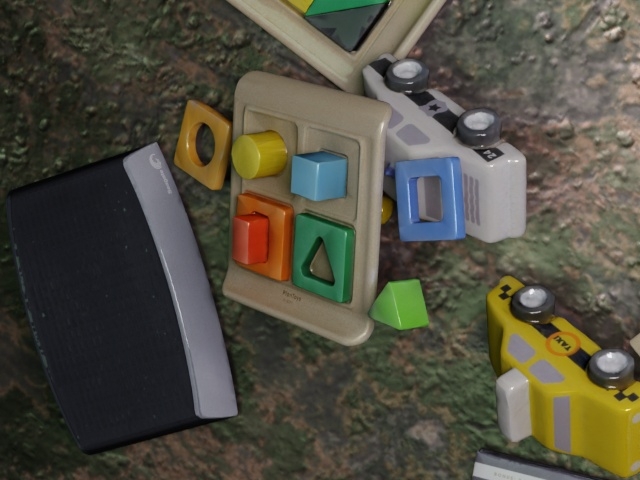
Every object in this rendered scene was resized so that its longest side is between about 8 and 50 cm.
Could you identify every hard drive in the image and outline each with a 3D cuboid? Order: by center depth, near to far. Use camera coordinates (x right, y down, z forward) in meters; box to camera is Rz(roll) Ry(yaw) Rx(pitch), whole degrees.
[{"bbox_3d":[-0.184,0.056,1.574,0.172,0.054,0.254,-16,90,20],"label":"hard drive"}]

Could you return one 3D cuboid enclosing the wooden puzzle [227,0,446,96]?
[{"bbox_3d":[0.010,-0.267,1.481,0.239,0.044,0.221,39,106,12],"label":"wooden puzzle"}]

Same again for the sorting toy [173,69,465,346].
[{"bbox_3d":[-0.025,-0.029,1.430,0.348,0.047,0.196,19,108,46],"label":"sorting toy"}]

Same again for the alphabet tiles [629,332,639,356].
[{"bbox_3d":[0.410,0.036,1.286,0.342,0.011,0.285,-40,78,11],"label":"alphabet tiles"}]

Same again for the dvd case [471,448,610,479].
[{"bbox_3d":[0.191,0.300,1.486,0.165,0.018,0.221,12,99,18],"label":"dvd case"}]

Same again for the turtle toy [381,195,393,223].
[{"bbox_3d":[0.000,0.000,1.498,0.095,0.066,0.130,20,101,17],"label":"turtle toy"}]

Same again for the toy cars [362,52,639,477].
[{"bbox_3d":[0.127,0.025,1.396,0.087,0.176,0.393,-27,85,-22],"label":"toy cars"}]
